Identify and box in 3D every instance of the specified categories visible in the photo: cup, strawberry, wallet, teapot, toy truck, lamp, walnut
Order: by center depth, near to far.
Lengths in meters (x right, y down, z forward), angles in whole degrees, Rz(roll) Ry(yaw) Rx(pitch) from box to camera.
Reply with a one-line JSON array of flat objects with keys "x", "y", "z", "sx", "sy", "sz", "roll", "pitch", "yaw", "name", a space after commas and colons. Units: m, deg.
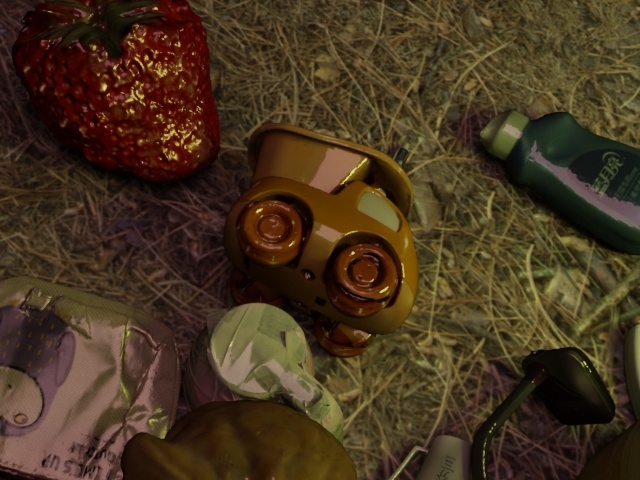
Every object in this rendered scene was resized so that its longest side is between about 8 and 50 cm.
[{"x": -0.102, "y": 0.312, "z": 1.286, "sx": 0.285, "sy": 0.285, "sz": 0.296, "roll": 33, "pitch": 81, "yaw": 8, "name": "walnut"}, {"x": 0.277, "y": 0.258, "z": 1.426, "sx": 0.124, "sy": 0.203, "sz": 0.283, "roll": 43, "pitch": 60, "yaw": -16, "name": "lamp"}, {"x": -0.074, "y": 0.180, "z": 1.437, "sx": 0.163, "sy": 0.178, "sz": 0.221, "roll": -17, "pitch": 70, "yaw": -15, "name": "teapot"}, {"x": -0.324, "y": 0.191, "z": 1.458, "sx": 0.335, "sy": 0.068, "sz": 0.274, "roll": 15, "pitch": 65, "yaw": -1, "name": "wallet"}, {"x": 0.137, "y": 0.304, "z": 1.474, "sx": 0.104, "sy": 0.074, "sz": 0.116, "roll": 16, "pitch": 60, "yaw": 14, "name": "cup"}, {"x": 0.000, "y": 0.000, "z": 1.519, "sx": 0.288, "sy": 0.204, "sz": 0.211, "roll": 24, "pitch": 62, "yaw": 5, "name": "toy truck"}, {"x": -0.268, "y": -0.215, "z": 1.593, "sx": 0.261, "sy": 0.257, "sz": 0.261, "roll": -5, "pitch": 39, "yaw": 4, "name": "strawberry"}]

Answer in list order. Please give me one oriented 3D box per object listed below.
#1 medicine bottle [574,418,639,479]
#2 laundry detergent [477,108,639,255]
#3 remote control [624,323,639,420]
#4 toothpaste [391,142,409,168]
[{"x": 0.461, "y": 0.280, "z": 1.341, "sx": 0.236, "sy": 0.406, "sz": 0.235, "roll": 3, "pitch": 66, "yaw": -7, "name": "medicine bottle"}, {"x": 0.366, "y": -0.103, "z": 1.679, "sx": 0.290, "sy": 0.094, "sz": 0.143, "roll": 30, "pitch": 69, "yaw": 6, "name": "laundry detergent"}, {"x": 0.584, "y": 0.183, "z": 1.601, "sx": 0.344, "sy": 0.050, "sz": 0.145, "roll": 2, "pitch": 65, "yaw": -7, "name": "remote control"}, {"x": 0.107, "y": -0.105, "z": 1.686, "sx": 0.027, "sy": 0.019, "sz": 0.083, "roll": 32, "pitch": 68, "yaw": -12, "name": "toothpaste"}]
